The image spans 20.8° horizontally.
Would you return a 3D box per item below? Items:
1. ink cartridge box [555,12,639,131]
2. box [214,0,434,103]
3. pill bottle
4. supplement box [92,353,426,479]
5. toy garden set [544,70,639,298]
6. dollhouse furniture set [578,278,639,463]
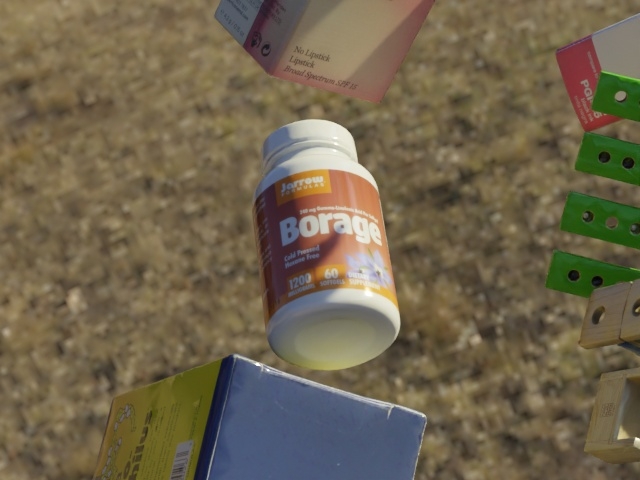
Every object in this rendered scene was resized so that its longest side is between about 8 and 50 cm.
[{"bbox_3d":[0.466,-0.242,2.135,0.207,0.117,0.283,-19,-1,-43],"label":"ink cartridge box"},{"bbox_3d":[0.027,-0.269,1.675,0.148,0.232,0.127,10,28,-39],"label":"box"},{"bbox_3d":[0.000,0.000,1.600,0.121,0.121,0.216,-17,55,12],"label":"pill bottle"},{"bbox_3d":[-0.079,0.243,1.637,0.356,0.194,0.195,-25,49,63],"label":"supplement box"},{"bbox_3d":[0.371,-0.045,1.894,0.204,0.244,0.049,14,13,2],"label":"toy garden set"},{"bbox_3d":[0.337,0.148,1.744,0.129,0.129,0.184,-18,50,57],"label":"dollhouse furniture set"}]
